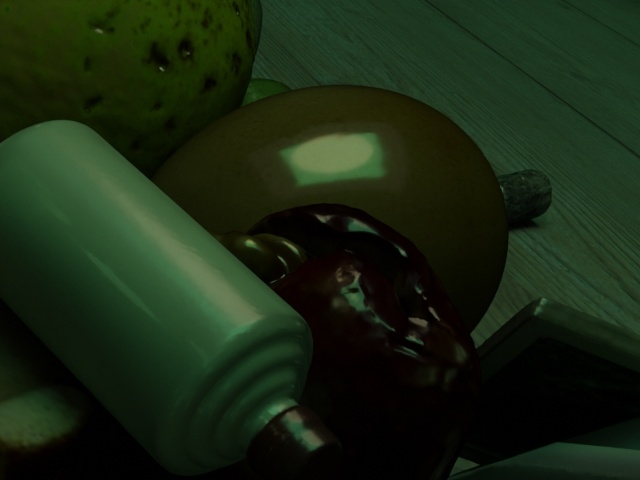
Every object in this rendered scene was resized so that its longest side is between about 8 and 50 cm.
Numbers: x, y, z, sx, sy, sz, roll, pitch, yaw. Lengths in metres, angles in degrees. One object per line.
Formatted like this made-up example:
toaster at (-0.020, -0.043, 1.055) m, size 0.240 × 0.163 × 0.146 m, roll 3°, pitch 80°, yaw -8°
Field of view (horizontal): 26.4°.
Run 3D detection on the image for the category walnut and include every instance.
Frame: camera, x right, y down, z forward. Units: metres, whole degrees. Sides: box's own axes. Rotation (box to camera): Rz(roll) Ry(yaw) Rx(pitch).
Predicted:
walnut at (-0.032, 0.089, 0.849) m, size 0.244 × 0.269 × 0.222 m, roll 30°, pitch 34°, yaw -1°

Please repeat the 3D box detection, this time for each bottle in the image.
bottle at (-0.083, 0.042, 0.708) m, size 0.245 × 0.104 × 0.104 m, roll 41°, pitch 31°, yaw 27°

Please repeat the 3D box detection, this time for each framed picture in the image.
framed picture at (0.238, 0.146, 0.948) m, size 0.324 × 0.240 × 0.020 m, roll 22°, pitch 60°, yaw -11°

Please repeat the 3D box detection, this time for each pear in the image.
pear at (-0.261, -0.178, 1.190) m, size 0.391 × 0.391 × 0.391 m, roll 14°, pitch 22°, yaw -6°

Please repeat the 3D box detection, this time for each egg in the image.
egg at (0.000, 0.000, 1.103) m, size 0.322 × 0.250 × 0.250 m, roll -5°, pitch 30°, yaw -29°

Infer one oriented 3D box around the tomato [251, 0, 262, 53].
tomato at (-0.204, -0.276, 1.535) m, size 0.239 × 0.303 × 0.303 m, roll 5°, pitch 11°, yaw 39°

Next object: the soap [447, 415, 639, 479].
soap at (0.218, 0.210, 0.839) m, size 0.324 × 0.193 × 0.109 m, roll 0°, pitch 9°, yaw 45°

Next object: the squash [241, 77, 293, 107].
squash at (-0.059, -0.122, 1.536) m, size 0.118 × 0.118 × 0.370 m, roll 11°, pitch 21°, yaw -15°

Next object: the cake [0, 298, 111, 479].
cake at (-0.249, 0.112, 0.745) m, size 0.293 × 0.199 × 0.196 m, roll 33°, pitch 19°, yaw 19°

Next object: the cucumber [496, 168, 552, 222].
cucumber at (0.226, -0.052, 1.642) m, size 0.112 × 0.064 × 0.064 m, roll -10°, pitch 34°, yaw -43°
